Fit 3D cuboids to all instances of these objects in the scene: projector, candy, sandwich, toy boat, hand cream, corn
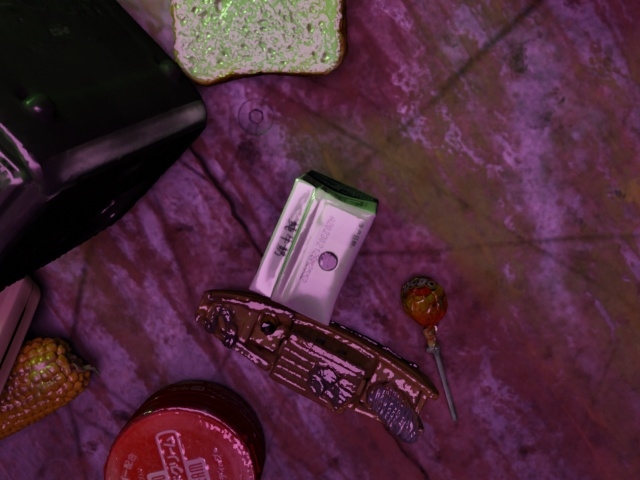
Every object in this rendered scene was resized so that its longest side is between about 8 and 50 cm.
[{"bbox_3d":[-0.370,-0.182,0.933,0.405,0.395,0.242,46,114,-2],"label":"projector"},{"bbox_3d":[0.148,0.140,1.135,0.060,0.060,0.201,-14,105,5],"label":"candy"},{"bbox_3d":[-0.076,-0.283,1.084,0.214,0.065,0.186,-2,97,4],"label":"sandwich"},{"bbox_3d":[-0.006,0.148,1.107,0.321,0.121,0.089,27,103,0],"label":"toy boat"},{"bbox_3d":[-0.166,0.280,1.130,0.193,0.125,0.193,0,96,4],"label":"hand cream"},{"bbox_3d":[-0.429,0.211,1.153,0.310,0.101,0.101,-27,95,8],"label":"corn"}]

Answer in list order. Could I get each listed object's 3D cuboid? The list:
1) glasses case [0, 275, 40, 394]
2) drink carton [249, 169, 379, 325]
[{"bbox_3d":[-0.411,0.124,1.106,0.083,0.050,0.196,-3,53,24],"label":"glasses case"},{"bbox_3d":[-0.001,0.001,1.035,0.101,0.222,0.134,26,98,0],"label":"drink carton"}]
